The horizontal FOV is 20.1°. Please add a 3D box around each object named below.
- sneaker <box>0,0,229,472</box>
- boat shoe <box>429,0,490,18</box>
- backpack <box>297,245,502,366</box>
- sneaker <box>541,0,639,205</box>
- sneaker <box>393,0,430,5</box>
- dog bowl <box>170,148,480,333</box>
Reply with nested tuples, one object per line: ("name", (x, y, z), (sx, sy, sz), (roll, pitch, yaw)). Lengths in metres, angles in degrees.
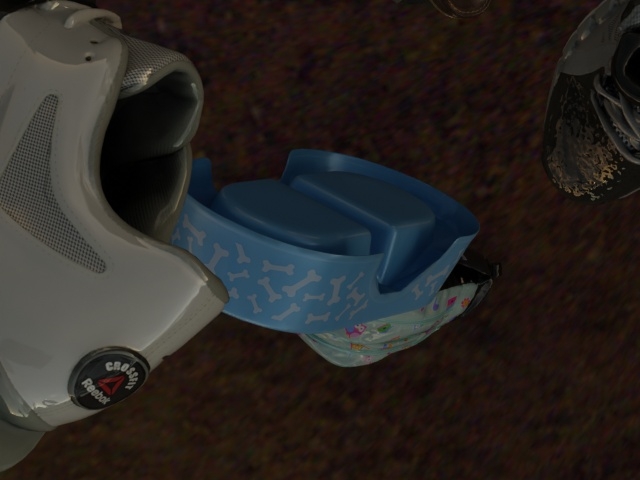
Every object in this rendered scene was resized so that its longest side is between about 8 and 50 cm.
("sneaker", (-0.127, -0.064, 0.813), (0.146, 0.122, 0.330), (-27, 58, 5))
("boat shoe", (0.091, -0.236, 1.245), (0.064, 0.060, 0.178), (-12, 110, -11))
("backpack", (0.053, 0.036, 1.605), (0.152, 0.182, 0.115), (35, 119, 23))
("sneaker", (0.151, -0.080, 0.845), (0.086, 0.132, 0.228), (41, 132, 7))
("sneaker", (0.129, -0.266, 1.439), (0.106, 0.267, 0.101), (14, 130, 15))
("dog bowl", (0.000, 0.000, 1.366), (0.166, 0.297, 0.074), (28, 110, 27))
